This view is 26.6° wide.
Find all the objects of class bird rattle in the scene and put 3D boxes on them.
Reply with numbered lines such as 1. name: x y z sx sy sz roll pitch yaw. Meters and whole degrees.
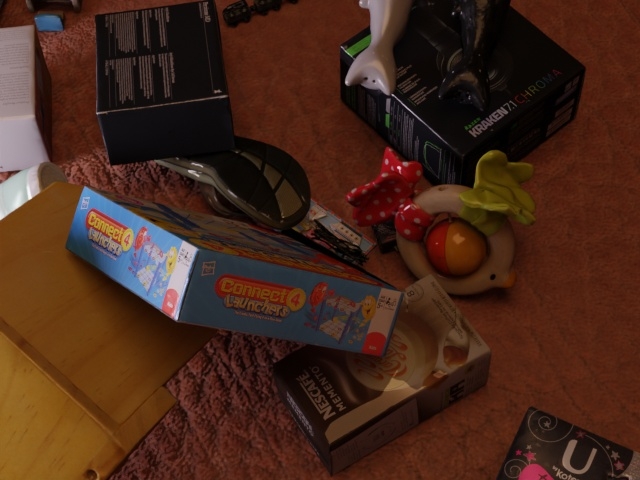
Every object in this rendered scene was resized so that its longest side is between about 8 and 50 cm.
1. bird rattle: 0.167 -0.015 1.809 0.253 0.207 0.143 -6 26 17

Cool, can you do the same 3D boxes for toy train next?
1. toy train: -0.082 -0.380 2.136 0.158 0.027 0.036 -24 50 -11

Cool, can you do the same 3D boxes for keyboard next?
1. keyboard: 0.024 0.043 1.867 0.192 0.038 0.100 30 100 15

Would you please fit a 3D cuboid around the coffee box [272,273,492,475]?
1. coffee box: 0.080 0.173 1.754 0.246 0.098 0.141 -30 62 -15

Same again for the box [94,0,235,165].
1. box: -0.227 -0.234 1.967 0.184 0.103 0.261 -10 41 -1

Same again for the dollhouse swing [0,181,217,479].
1. dollhouse swing: -0.361 0.148 1.735 0.347 0.305 0.315 42 111 1

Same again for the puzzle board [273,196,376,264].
1. puzzle board: 0.000 0.000 1.912 0.128 0.011 0.096 36 67 20

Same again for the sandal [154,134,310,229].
1. sandal: -0.127 -0.089 1.933 0.120 0.086 0.303 -33 45 -32

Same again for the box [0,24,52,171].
1. box: -0.449 -0.206 1.980 0.091 0.130 0.170 -6 60 -3

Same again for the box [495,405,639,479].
1. box: 0.331 0.327 1.616 0.247 0.163 0.142 22 64 14

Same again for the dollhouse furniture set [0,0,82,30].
1. dollhouse furniture set: -0.473 -0.370 2.080 0.183 0.129 0.129 0 59 2

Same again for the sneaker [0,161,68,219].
1. sneaker: -0.403 0.034 1.876 0.151 0.094 0.256 -18 76 31

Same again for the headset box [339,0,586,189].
1. headset box: 0.196 -0.236 1.978 0.246 0.131 0.283 -35 63 -18

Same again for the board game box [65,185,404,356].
1. board game box: -0.109 0.037 1.669 0.302 0.308 0.086 25 99 52

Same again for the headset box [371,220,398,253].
1. headset box: 0.105 -0.023 1.910 0.062 0.032 0.083 -16 61 -7

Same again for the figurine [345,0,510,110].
1. figurine: 0.147 -0.280 1.883 0.215 0.092 0.209 8 63 8
